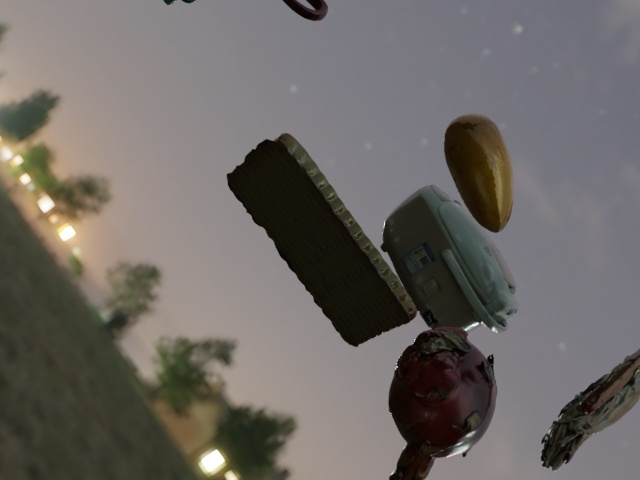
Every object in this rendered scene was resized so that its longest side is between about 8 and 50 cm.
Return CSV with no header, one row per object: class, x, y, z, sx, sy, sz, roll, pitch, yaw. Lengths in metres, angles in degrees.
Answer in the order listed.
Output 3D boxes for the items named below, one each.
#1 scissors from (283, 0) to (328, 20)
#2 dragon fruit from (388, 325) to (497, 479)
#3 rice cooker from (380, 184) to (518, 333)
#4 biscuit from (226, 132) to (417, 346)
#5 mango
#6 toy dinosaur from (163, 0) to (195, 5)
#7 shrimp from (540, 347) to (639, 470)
scissors,-0.073,-0.343,1.757,0.247,0.144,0.017,37,-52,3
dragon fruit,0.122,0.202,1.743,0.125,0.246,0.125,16,28,-6
rice cooker,0.160,0.032,1.952,0.206,0.127,0.145,65,14,16
biscuit,0.000,0.000,1.754,0.254,0.029,0.172,53,-27,-2
mango,0.118,-0.049,1.146,0.060,0.046,0.089,142,-66,-83
toy dinosaur,-0.166,-0.347,1.998,0.059,0.096,0.132,51,26,-43
shrimp,0.331,0.170,1.754,0.053,0.236,0.133,50,-17,11
